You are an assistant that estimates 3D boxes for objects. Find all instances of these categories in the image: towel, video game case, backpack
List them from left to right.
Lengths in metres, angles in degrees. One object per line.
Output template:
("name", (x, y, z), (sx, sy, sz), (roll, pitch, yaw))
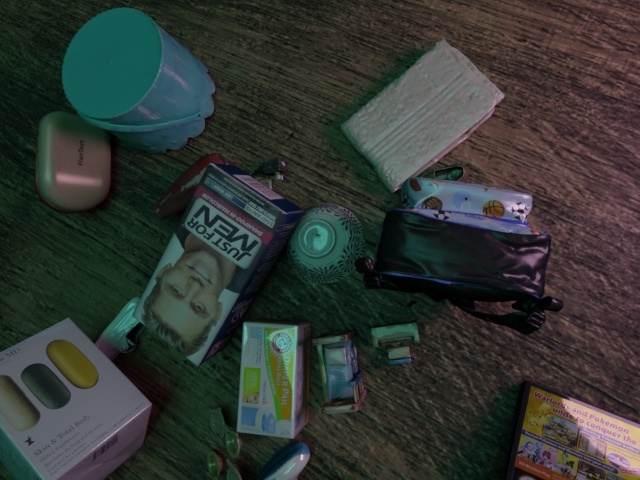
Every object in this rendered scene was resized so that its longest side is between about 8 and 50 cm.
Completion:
("towel", (0.198, -0.250, 0.832), (0.282, 0.049, 0.187), (-38, 75, 7))
("backpack", (0.210, 0.016, 0.685), (0.277, 0.263, 0.213), (15, 80, 7))
("video game case", (0.438, 0.394, 0.653), (0.275, 0.035, 0.248), (20, 65, 15))

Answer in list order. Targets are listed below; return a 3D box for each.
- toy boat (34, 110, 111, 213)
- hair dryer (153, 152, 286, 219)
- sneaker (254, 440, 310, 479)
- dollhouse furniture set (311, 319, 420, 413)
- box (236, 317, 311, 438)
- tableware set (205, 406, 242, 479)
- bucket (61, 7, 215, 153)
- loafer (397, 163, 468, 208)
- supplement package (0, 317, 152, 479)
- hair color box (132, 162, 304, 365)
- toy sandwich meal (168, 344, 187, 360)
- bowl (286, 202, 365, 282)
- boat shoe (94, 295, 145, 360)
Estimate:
("toy boat", (-0.591, -0.176, 0.975), (0.151, 0.151, 0.230), (-10, 78, 42))
("hair dryer", (-0.220, -0.085, 0.872), (0.294, 0.080, 0.223), (0, 67, 15))
("sneaker", (-0.084, 0.485, 0.791), (0.092, 0.087, 0.228), (37, 97, 4))
("dollhouse furniture set", (0.093, 0.225, 0.752), (0.184, 0.129, 0.129), (-11, 81, 12))
("box", (-0.085, 0.257, 0.803), (0.114, 0.103, 0.203), (0, 83, 13))
("tableware set", (-0.190, 0.419, 0.815), (0.141, 0.020, 0.168), (-1, 88, 50))
("bucket", (-0.397, -0.342, 0.911), (0.281, 0.183, 0.281), (-2, 82, 14))
("loafer", (0.217, -0.110, 0.807), (0.148, 0.050, 0.056), (-31, 77, 7))
("supplement package", (-0.505, 0.338, 0.805), (0.263, 0.199, 0.198), (38, 128, 15))
("hair color box", (-0.198, 0.046, 0.796), (0.174, 0.105, 0.347), (33, 104, 10))
("toy sandwich meal", (-0.290, 0.216, 0.896), (0.086, 0.029, 0.085), (-1, 85, 16))
("bowl", (0.000, 0.000, 0.829), (0.170, 0.080, 0.170), (-2, 82, 14))
("boat shoe", (-0.432, 0.212, 0.915), (0.063, 0.066, 0.184), (35, 82, 16))
